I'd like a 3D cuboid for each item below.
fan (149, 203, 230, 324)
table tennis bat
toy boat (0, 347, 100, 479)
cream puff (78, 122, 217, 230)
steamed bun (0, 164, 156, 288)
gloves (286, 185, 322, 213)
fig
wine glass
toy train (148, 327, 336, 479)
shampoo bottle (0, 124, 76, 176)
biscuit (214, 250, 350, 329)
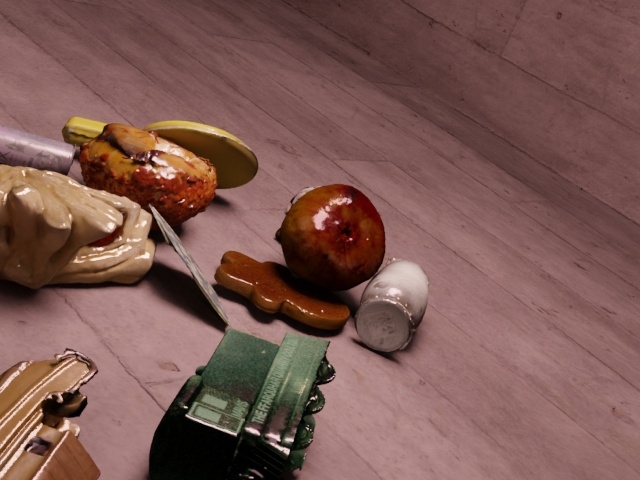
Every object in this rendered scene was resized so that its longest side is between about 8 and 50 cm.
[{"bbox_3d":[-0.202,0.041,1.590,0.240,0.009,0.131,54,1,17],"label":"fan"},{"bbox_3d":[-0.297,-0.170,1.894,0.368,0.224,0.054,11,65,-3],"label":"table tennis bat"},{"bbox_3d":[-0.324,0.267,0.945,0.162,0.136,0.445,21,27,6],"label":"toy boat"},{"bbox_3d":[-0.301,-0.105,1.737,0.240,0.164,0.240,33,11,-7],"label":"cream puff"},{"bbox_3d":[-0.421,-0.033,1.449,0.428,0.189,0.247,14,31,-21],"label":"steamed bun"},{"bbox_3d":[0.007,-0.060,2.007,0.127,0.111,0.212,6,35,-25],"label":"gloves"},{"bbox_3d":[-0.009,-0.028,1.774,0.190,0.191,0.290,8,20,-32],"label":"fig"},{"bbox_3d":[0.126,0.106,1.731,0.111,0.111,0.204,25,26,5],"label":"wine glass"},{"bbox_3d":[-0.088,0.212,1.268,0.178,0.138,0.330,19,21,2],"label":"toy train"},{"bbox_3d":[-0.540,-0.162,1.759,0.214,0.072,0.072,15,24,-23],"label":"shampoo bottle"},{"bbox_3d":[-0.063,0.088,1.686,0.236,0.039,0.180,22,17,-1],"label":"biscuit"}]
